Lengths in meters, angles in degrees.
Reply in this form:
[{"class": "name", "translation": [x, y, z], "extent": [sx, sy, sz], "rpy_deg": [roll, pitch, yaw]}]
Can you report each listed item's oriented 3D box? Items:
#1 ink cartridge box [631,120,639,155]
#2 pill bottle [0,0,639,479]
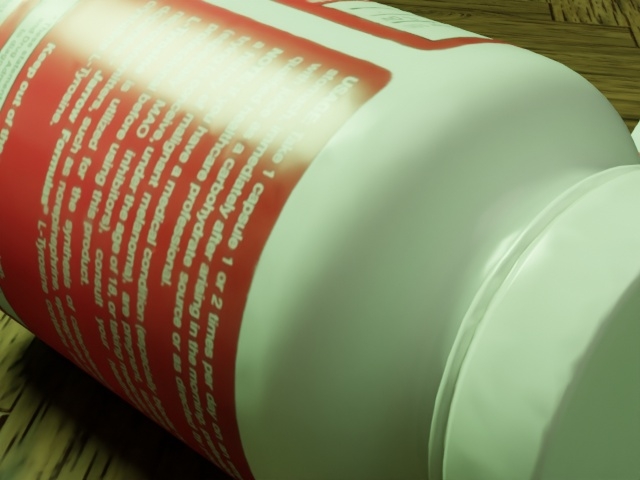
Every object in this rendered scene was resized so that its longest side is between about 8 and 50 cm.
[{"class": "ink cartridge box", "translation": [0.310, -0.068, 1.071], "extent": [0.145, 0.045, 0.179], "rpy_deg": [19, 25, 32]}, {"class": "pill bottle", "translation": [0.000, 0.000, 0.643], "extent": [0.229, 0.229, 0.408], "rpy_deg": [-17, 31, -39]}]
